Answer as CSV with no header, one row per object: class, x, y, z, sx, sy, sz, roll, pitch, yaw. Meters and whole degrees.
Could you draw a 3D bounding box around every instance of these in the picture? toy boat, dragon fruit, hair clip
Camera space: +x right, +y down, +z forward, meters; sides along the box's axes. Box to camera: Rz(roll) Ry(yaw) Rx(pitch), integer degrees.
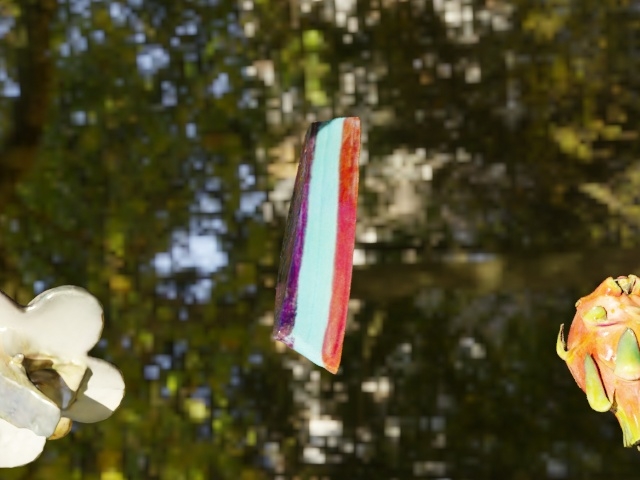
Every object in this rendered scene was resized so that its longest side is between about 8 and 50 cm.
toy boat,0.000,0.000,2.197,0.392,0.079,0.136,-83,16,-46
dragon fruit,0.213,0.085,1.287,0.081,0.086,0.116,-41,69,57
hair clip,-0.247,0.067,1.171,0.075,0.257,0.146,-83,18,-58

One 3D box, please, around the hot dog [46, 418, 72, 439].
hot dog,-0.277,0.131,1.550,0.060,0.140,0.089,-61,-16,-54
